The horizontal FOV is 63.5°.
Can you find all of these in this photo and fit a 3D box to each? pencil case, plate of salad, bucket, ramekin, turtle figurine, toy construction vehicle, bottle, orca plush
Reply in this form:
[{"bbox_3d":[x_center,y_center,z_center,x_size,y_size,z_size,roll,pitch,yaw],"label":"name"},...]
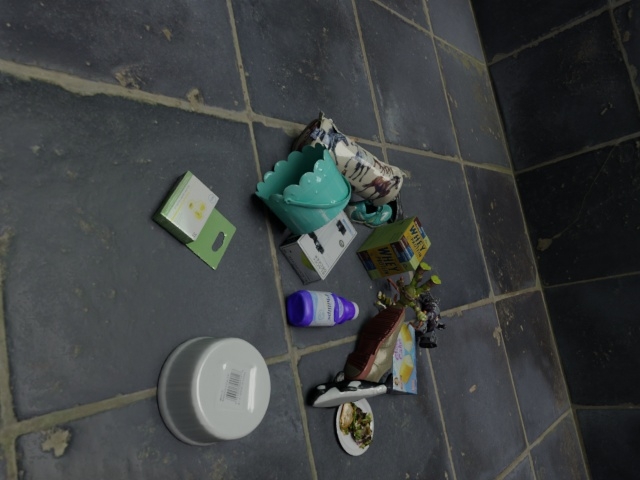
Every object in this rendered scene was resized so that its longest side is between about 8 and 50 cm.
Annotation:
[{"bbox_3d":[0.110,-0.282,1.875,0.411,0.183,0.159,29,27,-22],"label":"pencil case"},{"bbox_3d":[0.126,0.618,1.743,0.200,0.048,0.199,21,60,-44],"label":"plate of salad"},{"bbox_3d":[-0.048,-0.163,1.665,0.183,0.281,0.281,53,43,-27],"label":"bucket"},{"bbox_3d":[-0.257,0.377,1.318,0.277,0.135,0.276,20,62,-44],"label":"ramekin"},{"bbox_3d":[0.347,0.187,1.985,0.087,0.217,0.269,15,34,-32],"label":"turtle figurine"},{"bbox_3d":[0.258,0.252,2.037,0.098,0.035,0.085,50,44,-25],"label":"toy construction vehicle"},{"bbox_3d":[0.016,0.230,1.719,0.283,0.092,0.118,12,67,-47],"label":"bottle"},{"bbox_3d":[0.095,0.461,1.678,0.288,0.151,0.102,-12,57,-10],"label":"orca plush"}]

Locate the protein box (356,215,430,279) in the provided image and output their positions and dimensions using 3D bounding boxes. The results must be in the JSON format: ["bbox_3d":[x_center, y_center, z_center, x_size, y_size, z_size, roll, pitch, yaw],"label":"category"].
[{"bbox_3d":[0.289,0.029,2.023,0.135,0.201,0.200,59,41,-15],"label":"protein box"}]

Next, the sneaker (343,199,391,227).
[{"bbox_3d":[0.208,-0.113,2.054,0.275,0.110,0.106,-2,78,-50],"label":"sneaker"}]

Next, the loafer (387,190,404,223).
[{"bbox_3d":[0.304,-0.181,2.214,0.078,0.076,0.223,-18,94,-58],"label":"loafer"}]

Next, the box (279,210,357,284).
[{"bbox_3d":[0.000,0.000,1.789,0.169,0.087,0.290,58,42,-17],"label":"box"}]

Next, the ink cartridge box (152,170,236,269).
[{"bbox_3d":[-0.333,-0.054,1.451,0.235,0.056,0.171,44,47,-28],"label":"ink cartridge box"}]

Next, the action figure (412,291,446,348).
[{"bbox_3d":[0.470,0.334,2.209,0.185,0.099,0.285,54,40,-14],"label":"action figure"}]

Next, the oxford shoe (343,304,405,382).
[{"bbox_3d":[0.213,0.385,1.858,0.348,0.123,0.130,-51,121,-25],"label":"oxford shoe"}]

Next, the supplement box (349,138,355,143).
[{"bbox_3d":[0.118,-0.360,2.095,0.062,0.036,0.098,-16,89,-50],"label":"supplement box"}]

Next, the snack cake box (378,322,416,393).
[{"bbox_3d":[0.283,0.441,1.957,0.152,0.089,0.264,25,58,-43],"label":"snack cake box"}]
